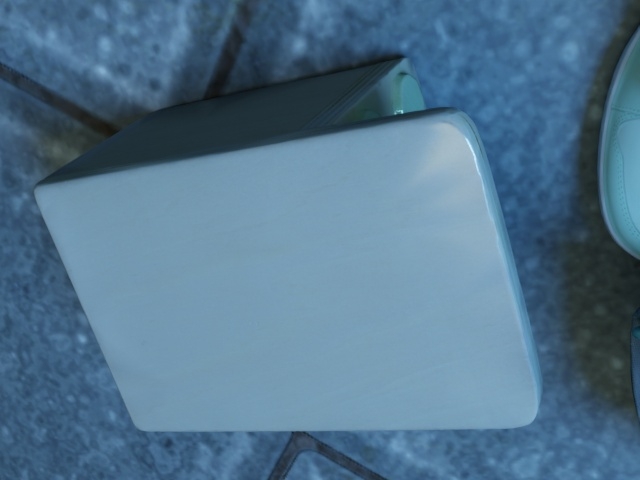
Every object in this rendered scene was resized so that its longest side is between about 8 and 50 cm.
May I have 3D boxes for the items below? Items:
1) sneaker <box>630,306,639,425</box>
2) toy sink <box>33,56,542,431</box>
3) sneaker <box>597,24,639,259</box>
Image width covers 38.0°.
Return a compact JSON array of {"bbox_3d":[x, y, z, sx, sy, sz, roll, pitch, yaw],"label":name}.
[{"bbox_3d":[0.228,0.028,0.389,0.178,0.124,0.296,-4,125,-27],"label":"sneaker"},{"bbox_3d":[0.000,0.000,0.488,0.234,0.131,0.153,-8,113,29],"label":"toy sink"},{"bbox_3d":[0.181,-0.073,0.372,0.094,0.151,0.256,23,122,6],"label":"sneaker"}]
